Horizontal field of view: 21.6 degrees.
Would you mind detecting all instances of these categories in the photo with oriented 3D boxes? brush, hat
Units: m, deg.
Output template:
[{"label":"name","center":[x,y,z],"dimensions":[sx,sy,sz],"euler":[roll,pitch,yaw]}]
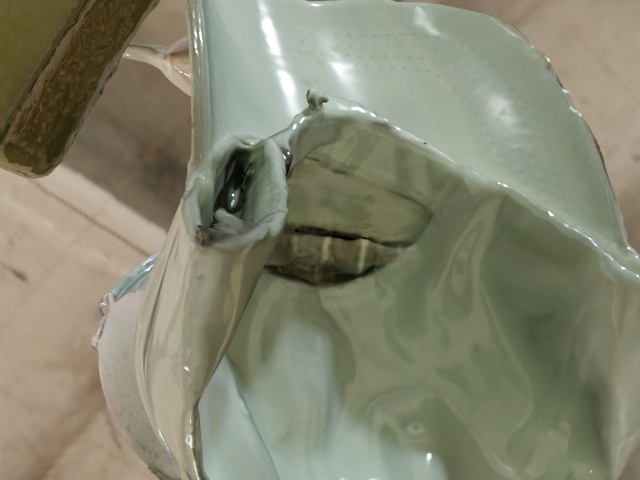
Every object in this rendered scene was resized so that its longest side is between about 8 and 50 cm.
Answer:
[{"label":"brush","center":[-0.141,-0.133,0.850],"dimensions":[0.197,0.123,0.059],"euler":[-58,-35,-5]},{"label":"hat","center":[0.004,-0.001,0.774],"dimensions":[0.258,0.301,0.168],"euler":[10,-46,-32]}]

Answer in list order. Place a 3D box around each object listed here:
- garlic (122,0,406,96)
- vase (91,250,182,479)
[{"label":"garlic","center":[-0.046,-0.134,1.245],"dimensions":[0.266,0.148,0.128],"euler":[-1,-105,-23]},{"label":"vase","center":[0.001,0.081,1.649],"dimensions":[0.445,0.250,0.250],"euler":[-19,-51,-45]}]
